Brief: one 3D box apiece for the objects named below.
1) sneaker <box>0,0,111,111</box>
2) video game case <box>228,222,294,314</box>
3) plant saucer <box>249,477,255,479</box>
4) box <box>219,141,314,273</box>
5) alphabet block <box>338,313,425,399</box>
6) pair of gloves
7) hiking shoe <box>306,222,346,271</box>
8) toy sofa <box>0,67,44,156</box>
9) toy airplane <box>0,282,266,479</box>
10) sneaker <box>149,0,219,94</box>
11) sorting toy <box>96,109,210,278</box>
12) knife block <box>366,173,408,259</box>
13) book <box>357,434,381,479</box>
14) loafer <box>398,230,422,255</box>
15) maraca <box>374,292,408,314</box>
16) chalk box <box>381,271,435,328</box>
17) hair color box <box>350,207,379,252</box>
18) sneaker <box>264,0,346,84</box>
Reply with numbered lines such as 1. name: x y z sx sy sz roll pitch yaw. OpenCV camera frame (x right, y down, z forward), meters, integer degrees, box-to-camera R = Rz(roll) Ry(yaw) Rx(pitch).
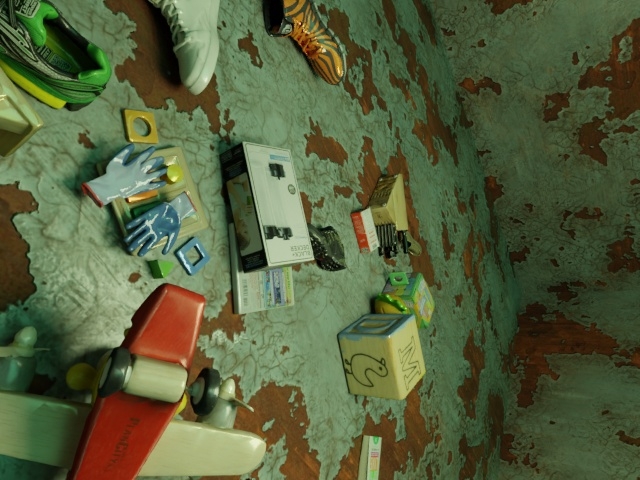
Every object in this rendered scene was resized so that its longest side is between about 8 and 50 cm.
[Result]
1. sneaker: -0.458 -0.332 0.585 0.343 0.146 0.134 31 61 -46
2. video game case: -0.142 0.066 1.037 0.193 0.023 0.213 1 82 -53
3. plant saucer: -0.192 0.606 0.884 0.192 0.018 0.067 -42 117 -49
4. box: -0.125 -0.076 1.001 0.169 0.087 0.290 -3 79 -53
5. alphabet block: 0.193 0.352 1.299 0.193 0.192 0.197 -19 98 -51
6. pair of gloves: -0.318 -0.070 0.761 0.159 0.023 0.198 -46 120 -36
7. hiking shoe: 0.000 0.000 1.206 0.227 0.086 0.114 46 36 -46
8. toy sofa: -0.532 -0.113 0.447 0.177 0.150 0.363 58 43 -22
9. toy airplane: -0.306 0.275 0.629 0.384 0.272 0.386 -23 116 -14
10. sneaker: -0.302 -0.455 0.858 0.169 0.108 0.293 20 59 -48
11. sorting toy: -0.312 -0.087 0.818 0.196 0.047 0.348 -32 109 -51
12. knife block: 0.272 -0.077 1.559 0.242 0.088 0.276 55 45 -33
13. book: 0.159 0.701 1.326 0.096 0.035 0.144 37 55 -48
14. loafer: 0.358 0.019 1.688 0.148 0.056 0.050 45 51 -26
15. maraca: 0.240 0.229 1.412 0.099 0.127 0.186 -58 160 -22
16. chalk box: 0.313 0.206 1.529 0.213 0.132 0.132 60 42 -26
17. hair color box: 0.154 -0.035 1.431 0.072 0.043 0.141 -27 105 -52
18. sneaker: -0.057 -0.583 1.201 0.180 0.124 0.321 -45 109 -42
